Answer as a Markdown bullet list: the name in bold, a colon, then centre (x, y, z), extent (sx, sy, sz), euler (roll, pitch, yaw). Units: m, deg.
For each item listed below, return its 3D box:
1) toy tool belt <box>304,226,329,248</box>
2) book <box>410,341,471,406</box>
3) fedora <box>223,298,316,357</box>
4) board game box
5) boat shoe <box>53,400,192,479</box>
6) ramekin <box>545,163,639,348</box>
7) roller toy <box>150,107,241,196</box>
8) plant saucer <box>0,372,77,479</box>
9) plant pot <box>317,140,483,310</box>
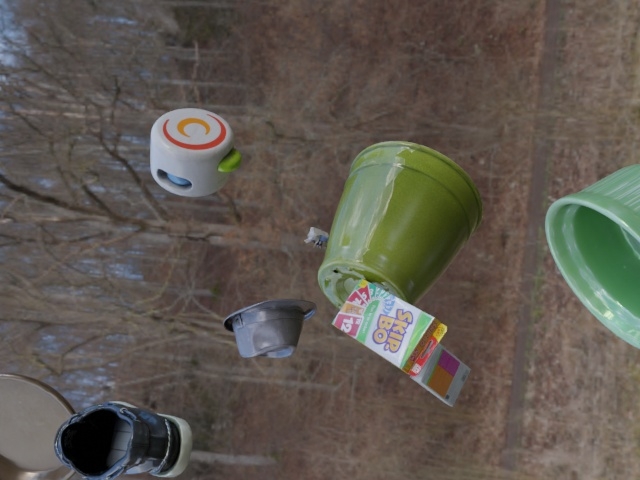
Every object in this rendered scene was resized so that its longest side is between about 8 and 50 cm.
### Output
- **toy tool belt**: centre (0.000, 0.000, 1.999), extent (0.051, 0.083, 0.052), euler (-60, 15, 29)
- **book**: centre (0.268, 0.292, 1.532), extent (0.144, 0.035, 0.096), euler (41, -106, -36)
- **fedora**: centre (-0.137, 0.258, 1.922), extent (0.244, 0.275, 0.124), euler (13, -117, -44)
- **board game box**: centre (0.140, 0.179, 1.472), extent (0.039, 0.259, 0.124), euler (39, -98, -42)
- **boat shoe**: centre (-0.348, 0.316, 1.102), extent (0.113, 0.340, 0.127), euler (22, -109, -44)
- **ramekin**: centre (0.530, 0.022, 1.147), extent (0.303, 0.148, 0.303), euler (55, 170, 14)
- **roller toy**: centre (-0.301, -0.203, 1.637), extent (0.209, 0.191, 0.146), euler (60, 150, 36)
- **plant saucer**: centre (-0.594, 0.374, 1.387), extent (0.041, 0.278, 0.277), euler (-72, -18, -66)
- **plant pot**: centre (0.171, 0.007, 1.727), extent (0.353, 0.367, 0.366), euler (-59, -28, -35)
